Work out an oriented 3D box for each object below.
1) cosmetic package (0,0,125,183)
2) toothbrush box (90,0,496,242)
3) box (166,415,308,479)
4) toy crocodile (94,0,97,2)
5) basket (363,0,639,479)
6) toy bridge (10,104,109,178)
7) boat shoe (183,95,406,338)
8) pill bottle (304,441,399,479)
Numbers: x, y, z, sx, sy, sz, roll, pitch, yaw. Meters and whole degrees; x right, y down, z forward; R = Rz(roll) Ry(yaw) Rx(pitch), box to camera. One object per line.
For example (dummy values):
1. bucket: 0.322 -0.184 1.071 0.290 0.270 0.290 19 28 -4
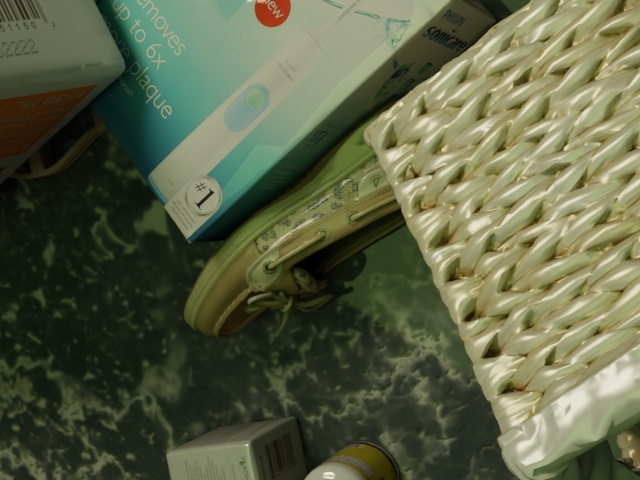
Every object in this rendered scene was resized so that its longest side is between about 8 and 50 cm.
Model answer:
1. cosmetic package: -0.400 -0.092 0.961 0.453 0.230 0.161 -31 84 41
2. toothbrush box: -0.041 -0.171 0.936 0.295 0.126 0.216 -40 77 18
3. box: -0.069 0.219 0.993 0.087 0.101 0.102 -11 90 22
4. toy crocodile: -0.193 -0.344 1.001 0.115 0.105 0.340 13 101 -22
5. basket: 0.263 -0.019 0.693 0.331 0.328 0.266 -37 57 21
6. toy bridge: -0.274 -0.094 1.089 0.188 0.026 0.063 -11 93 22
7. boat shoe: 0.000 0.000 0.947 0.285 0.104 0.089 -43 76 18
8. pill bottle: 0.020 0.215 0.950 0.065 0.116 0.065 2 95 22
